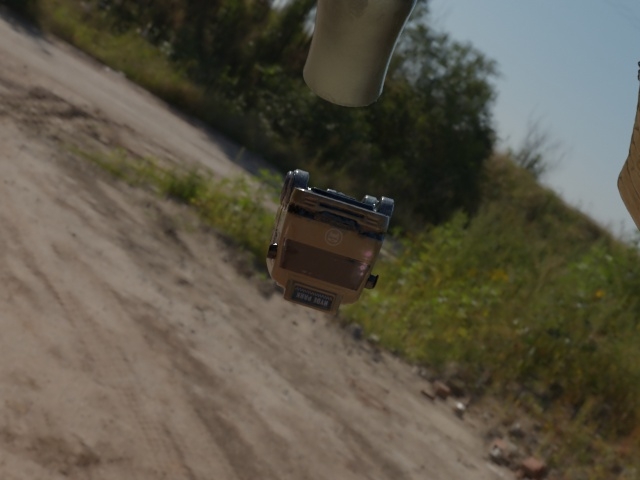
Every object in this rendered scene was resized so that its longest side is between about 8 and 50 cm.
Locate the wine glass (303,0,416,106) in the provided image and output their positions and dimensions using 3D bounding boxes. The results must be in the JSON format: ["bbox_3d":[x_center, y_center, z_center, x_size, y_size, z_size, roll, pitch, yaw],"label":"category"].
[{"bbox_3d":[0.047,-0.248,1.033,0.103,0.231,0.103,7,45,-8],"label":"wine glass"}]

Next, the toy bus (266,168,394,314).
[{"bbox_3d":[0.000,0.000,1.366,0.139,0.157,0.289,17,2,-6],"label":"toy bus"}]

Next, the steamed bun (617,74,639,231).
[{"bbox_3d":[0.298,-0.052,0.454,0.383,0.236,0.247,78,-14,-67],"label":"steamed bun"}]

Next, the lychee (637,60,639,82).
[{"bbox_3d":[0.340,-0.161,1.001,0.083,0.068,0.067,51,7,-43],"label":"lychee"}]
